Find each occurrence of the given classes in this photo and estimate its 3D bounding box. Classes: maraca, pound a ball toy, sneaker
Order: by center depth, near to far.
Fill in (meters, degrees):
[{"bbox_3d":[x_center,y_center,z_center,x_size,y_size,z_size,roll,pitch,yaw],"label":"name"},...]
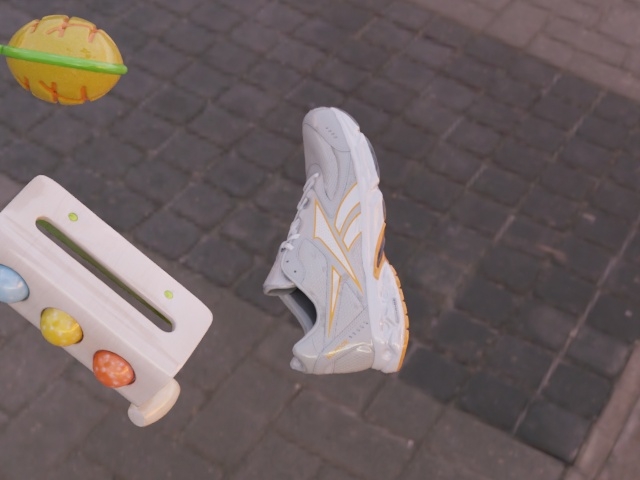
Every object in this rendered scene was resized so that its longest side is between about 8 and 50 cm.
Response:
[{"bbox_3d":[0.000,0.000,1.095,0.121,0.099,0.263,-9,75,-10],"label":"sneaker"},{"bbox_3d":[-0.306,-0.207,1.336,0.185,0.099,0.127,13,5,27],"label":"maraca"},{"bbox_3d":[-0.286,0.104,1.430,0.319,0.208,0.136,41,48,-9],"label":"pound a ball toy"}]
